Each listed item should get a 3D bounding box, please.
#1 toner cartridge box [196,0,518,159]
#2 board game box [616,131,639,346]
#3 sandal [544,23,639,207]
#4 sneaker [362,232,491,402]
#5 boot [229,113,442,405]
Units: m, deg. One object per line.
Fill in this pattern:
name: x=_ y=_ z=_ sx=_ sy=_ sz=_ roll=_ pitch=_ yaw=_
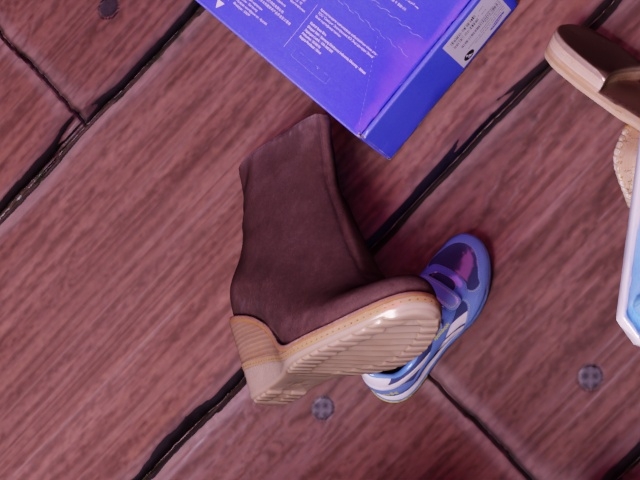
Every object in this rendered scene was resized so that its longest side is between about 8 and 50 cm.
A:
toner cartridge box: x=-0.024 y=-0.236 z=1.398 sx=0.348 sy=0.075 sz=0.165 roll=42 pitch=94 yaw=24
board game box: x=0.402 y=-0.087 z=1.085 sx=0.390 sy=0.050 sz=0.390 roll=12 pitch=72 yaw=-5
sandal: x=0.246 y=-0.061 z=1.267 sx=0.240 sy=0.088 sz=0.079 roll=47 pitch=128 yaw=30
sneaker: x=0.079 y=0.058 z=1.300 sx=0.053 sy=0.059 sz=0.144 roll=32 pitch=90 yaw=27
boot: x=0.000 y=0.000 z=1.276 sx=0.248 sy=0.090 sz=0.207 roll=-29 pitch=59 yaw=55
